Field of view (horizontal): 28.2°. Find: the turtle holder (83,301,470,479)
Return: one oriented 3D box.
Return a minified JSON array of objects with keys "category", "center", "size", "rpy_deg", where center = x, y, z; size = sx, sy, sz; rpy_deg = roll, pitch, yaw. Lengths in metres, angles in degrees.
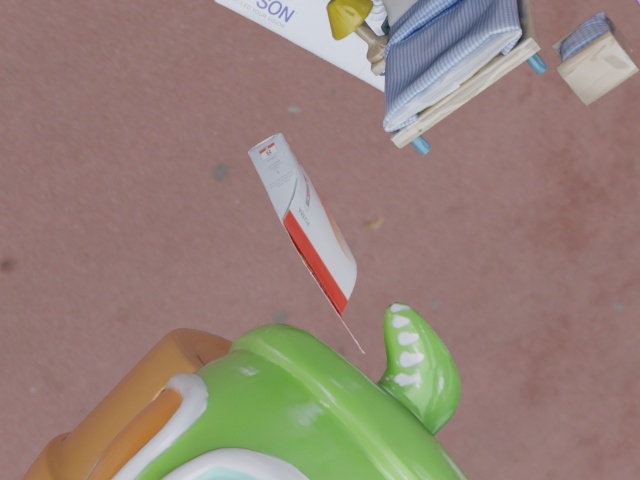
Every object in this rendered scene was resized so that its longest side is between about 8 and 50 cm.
[{"category":"turtle holder","center":[0.002,0.210,0.617],"size":[0.227,0.243,0.320],"rpy_deg":[-33,105,-21]}]

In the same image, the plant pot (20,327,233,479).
[{"category":"plant pot","center":[-0.099,0.212,1.127],"size":[0.291,0.291,0.203],"rpy_deg":[26,97,-36]}]

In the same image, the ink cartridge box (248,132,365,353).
[{"category":"ink cartridge box","center":[0.000,0.000,1.201],"size":[0.045,0.179,0.145],"rpy_deg":[-32,132,1]}]

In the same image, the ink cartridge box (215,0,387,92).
[{"category":"ink cartridge box","center":[0.040,-0.281,1.232],"size":[0.223,0.045,0.224],"rpy_deg":[23,112,-30]}]

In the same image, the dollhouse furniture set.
[{"category":"dollhouse furniture set","center":[0.096,-0.203,0.892],"size":[0.303,0.286,0.198],"rpy_deg":[-34,114,26]}]
